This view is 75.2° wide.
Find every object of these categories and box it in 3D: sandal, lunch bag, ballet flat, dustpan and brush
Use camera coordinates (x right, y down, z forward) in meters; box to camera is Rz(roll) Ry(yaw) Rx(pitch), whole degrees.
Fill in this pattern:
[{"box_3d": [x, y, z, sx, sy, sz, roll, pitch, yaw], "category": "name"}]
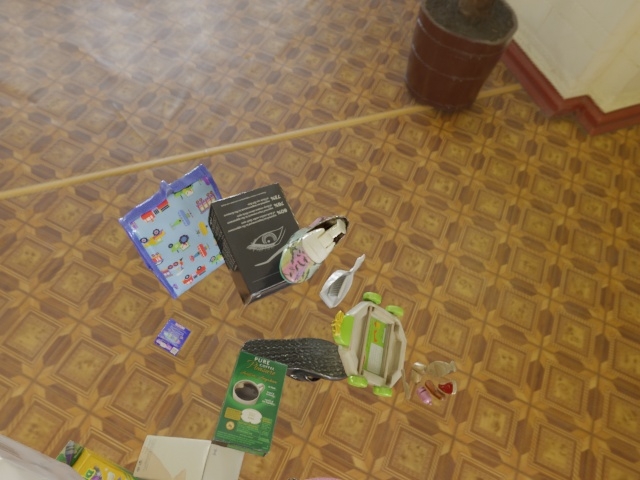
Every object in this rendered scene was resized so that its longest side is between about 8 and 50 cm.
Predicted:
[{"box_3d": [-0.091, 0.450, 1.551, 0.445, 0.107, 0.168, 12, 41, -20], "category": "sandal"}, {"box_3d": [-0.330, -0.030, 0.991, 0.221, 0.293, 0.138, -39, 66, -23], "category": "lunch bag"}, {"box_3d": [0.000, 0.000, 0.760, 0.077, 0.079, 0.221, 57, 31, -8], "category": "ballet flat"}, {"box_3d": [0.086, 0.130, 1.433, 0.060, 0.147, 0.211, 19, 71, 27], "category": "dustpan and brush"}]

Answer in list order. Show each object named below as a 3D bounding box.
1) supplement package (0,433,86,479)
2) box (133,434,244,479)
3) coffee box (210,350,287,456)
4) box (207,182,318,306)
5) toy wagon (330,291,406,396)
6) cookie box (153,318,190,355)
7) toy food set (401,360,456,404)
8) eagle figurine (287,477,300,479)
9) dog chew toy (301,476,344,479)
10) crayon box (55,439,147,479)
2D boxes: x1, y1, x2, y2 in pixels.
[{"box_3d": [-0.435, 0.407, 0.483, 0.177, 0.175, 0.293, -3, 46, 40], "category": "supplement package"}, {"box_3d": [-0.398, 0.673, 1.254, 0.311, 0.148, 0.121, -15, 49, 34], "category": "box"}, {"box_3d": [-0.140, 0.327, 0.846, 0.113, 0.040, 0.184, 19, 46, -10], "category": "coffee box"}, {"box_3d": [-0.122, 0.008, 0.857, 0.153, 0.108, 0.207, -20, 78, -24], "category": "box"}, {"box_3d": [0.137, 0.290, 1.211, 0.344, 0.068, 0.267, 33, 59, -36], "category": "toy wagon"}, {"box_3d": [-0.529, 0.346, 1.492, 0.091, 0.040, 0.107, 36, 22, -9], "category": "cookie box"}, {"box_3d": [0.204, 0.261, 0.762, 0.019, 0.122, 0.078, 3, 73, -38], "category": "toy food set"}, {"box_3d": [-0.062, 1.069, 1.523, 0.225, 0.226, 0.298, 39, 18, -14], "category": "eagle figurine"}, {"box_3d": [-0.061, 0.394, 0.451, 0.331, 0.206, 0.207, -30, 61, 22], "category": "dog chew toy"}, {"box_3d": [-0.698, 0.793, 1.276, 0.323, 0.083, 0.203, 47, 58, -25], "category": "crayon box"}]
